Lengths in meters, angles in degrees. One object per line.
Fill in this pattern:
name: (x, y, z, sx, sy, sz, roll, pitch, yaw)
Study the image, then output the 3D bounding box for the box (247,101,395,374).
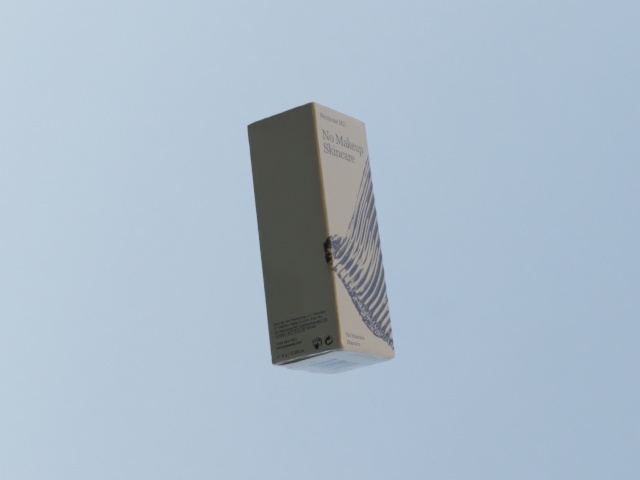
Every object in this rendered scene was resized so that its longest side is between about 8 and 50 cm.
box: (0.000, 0.000, 1.645, 0.094, 0.113, 0.275, -16, -107, 32)
